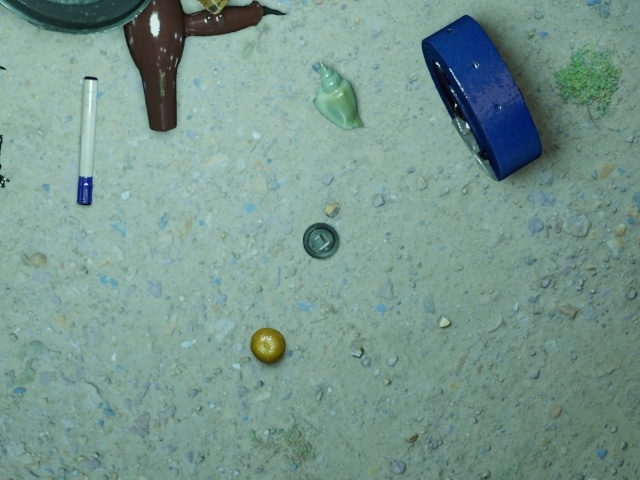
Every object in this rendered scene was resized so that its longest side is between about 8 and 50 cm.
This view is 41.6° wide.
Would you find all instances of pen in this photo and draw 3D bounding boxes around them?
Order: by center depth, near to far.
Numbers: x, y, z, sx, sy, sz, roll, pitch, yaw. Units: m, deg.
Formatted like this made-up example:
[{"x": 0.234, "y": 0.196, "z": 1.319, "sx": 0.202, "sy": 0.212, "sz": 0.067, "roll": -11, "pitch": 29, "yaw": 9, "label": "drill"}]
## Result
[{"x": -0.491, "y": -0.209, "z": 1.774, "sx": 0.033, "sy": 0.033, "sz": 0.269, "roll": 4, "pitch": 103, "yaw": -10, "label": "pen"}]

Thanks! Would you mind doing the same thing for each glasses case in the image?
[{"x": -0.186, "y": -0.531, "z": 1.697, "sx": 0.065, "sy": 0.041, "sz": 0.170, "roll": 47, "pitch": 57, "yaw": -24, "label": "glasses case"}]

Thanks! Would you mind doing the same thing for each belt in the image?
[{"x": 0.340, "y": -0.299, "z": 1.799, "sx": 0.117, "sy": 0.212, "sz": 0.347, "roll": -31, "pitch": 103, "yaw": -2, "label": "belt"}]

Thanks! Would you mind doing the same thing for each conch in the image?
[{"x": 0.031, "y": -0.309, "z": 1.819, "sx": 0.088, "sy": 0.065, "sz": 0.180, "roll": -32, "pitch": 115, "yaw": -3, "label": "conch"}]

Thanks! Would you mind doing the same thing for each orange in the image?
[{"x": -0.119, "y": 0.239, "z": 1.924, "sx": 0.083, "sy": 0.070, "sz": 0.083, "roll": 0, "pitch": 94, "yaw": 3, "label": "orange"}]

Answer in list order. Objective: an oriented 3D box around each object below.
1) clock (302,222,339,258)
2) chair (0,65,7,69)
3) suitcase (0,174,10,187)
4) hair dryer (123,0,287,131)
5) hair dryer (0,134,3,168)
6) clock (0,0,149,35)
[{"x": 0.000, "y": 0.000, "z": 1.914, "sx": 0.085, "sy": 0.017, "sz": 0.085, "roll": -2, "pitch": 103, "yaw": -9, "label": "clock"}, {"x": -0.710, "y": -0.293, "z": 1.606, "sx": 0.172, "sy": 0.247, "sz": 0.159, "roll": 30, "pitch": 96, "yaw": -14, "label": "chair"}, {"x": -0.762, "y": -0.123, "z": 1.633, "sx": 0.234, "sy": 0.143, "sz": 0.194, "roll": 32, "pitch": 80, "yaw": 9, "label": "suitcase"}, {"x": -0.227, "y": -0.403, "z": 1.747, "sx": 0.340, "sy": 0.123, "sz": 0.313, "roll": -13, "pitch": 109, "yaw": -17, "label": "hair dryer"}, {"x": -0.753, "y": -0.068, "z": 1.743, "sx": 0.189, "sy": 0.107, "sz": 0.352, "roll": 24, "pitch": 90, "yaw": -12, "label": "hair dryer"}, {"x": -0.464, "y": -0.559, "z": 1.515, "sx": 0.386, "sy": 0.076, "sz": 0.386, "roll": 3, "pitch": 132, "yaw": 4, "label": "clock"}]
